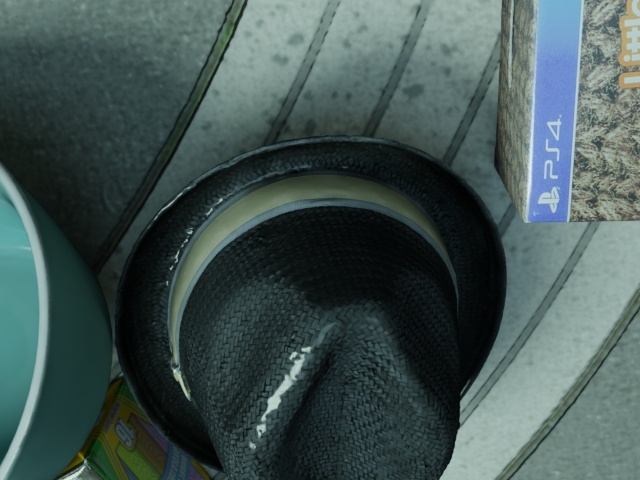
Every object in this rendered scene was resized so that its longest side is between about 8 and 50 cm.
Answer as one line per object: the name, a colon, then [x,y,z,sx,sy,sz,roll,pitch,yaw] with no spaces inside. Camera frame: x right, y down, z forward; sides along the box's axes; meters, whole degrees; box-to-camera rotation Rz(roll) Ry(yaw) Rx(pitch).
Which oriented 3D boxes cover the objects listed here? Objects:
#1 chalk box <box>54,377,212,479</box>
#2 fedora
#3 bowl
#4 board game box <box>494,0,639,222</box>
chalk box: [-0.163,0.253,0.758,0.132,0.132,0.213,-31,107,12]
fedora: [0.009,0.098,0.636,0.334,0.152,0.333,-7,127,-9]
bowl: [-0.278,0.083,0.645,0.312,0.163,0.311,-4,77,19]
board game box: [0.271,-0.143,0.584,0.291,0.141,0.231,-2,110,3]
